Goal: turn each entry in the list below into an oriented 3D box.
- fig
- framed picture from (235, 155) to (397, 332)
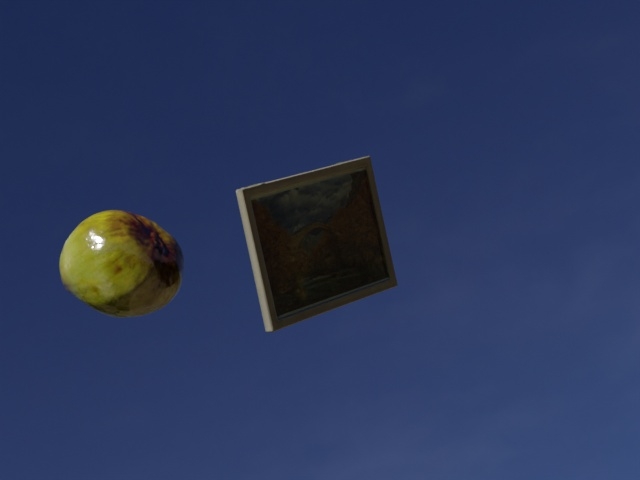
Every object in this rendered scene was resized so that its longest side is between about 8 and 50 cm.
[{"bbox_3d":[-0.243,0.028,1.841,0.153,0.136,0.121,20,-59,4],"label":"fig"},{"bbox_3d":[0.000,0.000,1.910,0.016,0.184,0.250,-8,6,43],"label":"framed picture"}]
